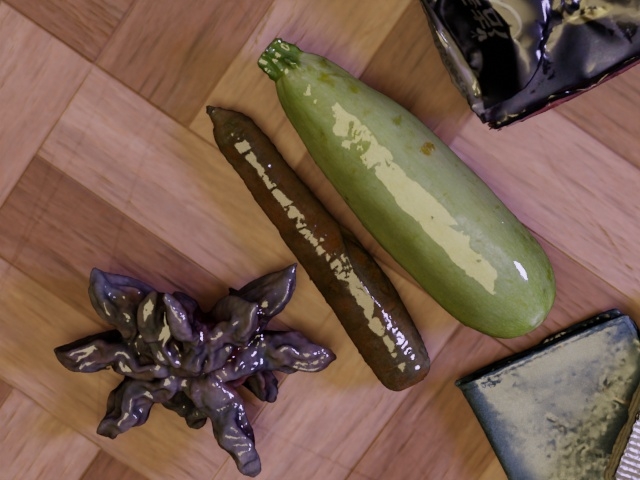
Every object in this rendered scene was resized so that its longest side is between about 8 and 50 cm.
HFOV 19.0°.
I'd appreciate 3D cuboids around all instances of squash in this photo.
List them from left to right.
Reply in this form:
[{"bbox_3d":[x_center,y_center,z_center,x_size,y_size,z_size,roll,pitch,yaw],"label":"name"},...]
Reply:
[{"bbox_3d":[0.080,-0.052,1.821,0.370,0.118,0.118,45,104,-1],"label":"squash"}]

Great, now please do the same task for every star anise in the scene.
[{"bbox_3d":[-0.129,0.114,1.885,0.282,0.129,0.212,8,121,8],"label":"star anise"}]

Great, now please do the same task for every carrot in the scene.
[{"bbox_3d":[-0.001,0.000,1.867,0.070,0.070,0.342,-34,95,13],"label":"carrot"}]

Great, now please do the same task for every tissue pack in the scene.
[{"bbox_3d":[0.242,-0.271,1.743,0.332,0.123,0.245,-26,97,12],"label":"tissue pack"}]

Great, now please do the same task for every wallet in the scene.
[{"bbox_3d":[0.301,0.267,1.907,0.190,0.046,0.379,-25,98,9],"label":"wallet"}]

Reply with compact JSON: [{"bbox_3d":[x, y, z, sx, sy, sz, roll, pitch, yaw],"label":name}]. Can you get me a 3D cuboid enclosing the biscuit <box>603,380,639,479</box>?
[{"bbox_3d":[0.362,0.160,1.847,0.121,0.040,0.199,23,87,-11],"label":"biscuit"}]
